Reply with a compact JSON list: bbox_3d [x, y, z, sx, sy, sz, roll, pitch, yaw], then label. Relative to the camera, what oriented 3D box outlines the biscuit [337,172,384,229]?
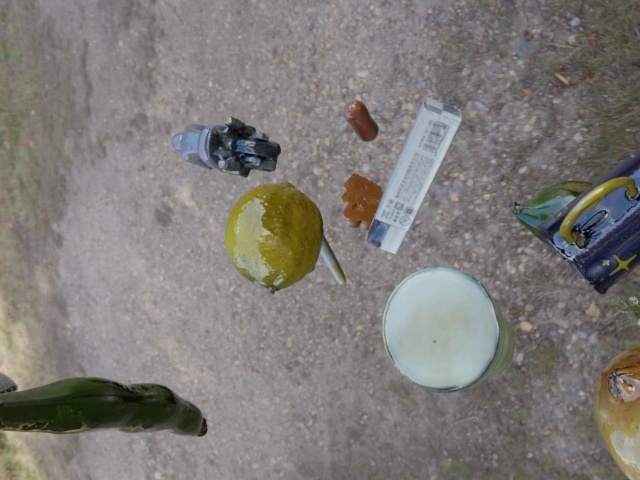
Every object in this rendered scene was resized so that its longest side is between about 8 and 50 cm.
[{"bbox_3d":[0.171,-0.129,1.802,0.043,0.284,0.306,111,148,-41],"label":"biscuit"}]

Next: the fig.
[{"bbox_3d":[0.599,-0.057,1.280,0.245,0.195,0.195,-3,101,9],"label":"fig"}]

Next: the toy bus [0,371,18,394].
[{"bbox_3d":[-0.599,0.278,0.886,0.087,0.089,0.194,39,167,-4],"label":"toy bus"}]

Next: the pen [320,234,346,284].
[{"bbox_3d":[0.000,0.000,1.195,0.032,0.040,0.233,-26,97,24],"label":"pen"}]

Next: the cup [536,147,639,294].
[{"bbox_3d":[0.561,-0.039,0.935,0.178,0.255,0.256,48,113,10],"label":"cup"}]

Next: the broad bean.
[{"bbox_3d":[-0.165,0.150,0.451,0.060,0.297,0.043,-28,62,8],"label":"broad bean"}]

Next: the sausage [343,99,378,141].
[{"bbox_3d":[0.135,-0.389,1.673,0.077,0.194,0.077,-11,64,24],"label":"sausage"}]

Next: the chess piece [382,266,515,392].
[{"bbox_3d":[0.248,0.164,0.866,0.183,0.330,0.182,-9,71,29],"label":"chess piece"}]

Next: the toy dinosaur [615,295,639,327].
[{"bbox_3d":[0.702,0.179,1.097,0.039,0.126,0.162,-46,59,11],"label":"toy dinosaur"}]

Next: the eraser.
[{"bbox_3d":[0.227,-0.151,1.282,0.098,0.096,0.403,21,128,1],"label":"eraser"}]

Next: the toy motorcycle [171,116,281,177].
[{"bbox_3d":[-0.141,-0.133,0.744,0.225,0.153,0.073,-157,77,-78],"label":"toy motorcycle"}]

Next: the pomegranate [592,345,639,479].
[{"bbox_3d":[0.493,0.248,0.706,0.209,0.209,0.208,11,108,37],"label":"pomegranate"}]

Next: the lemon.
[{"bbox_3d":[-0.090,-0.009,1.007,0.192,0.192,0.230,-5,71,40],"label":"lemon"}]
